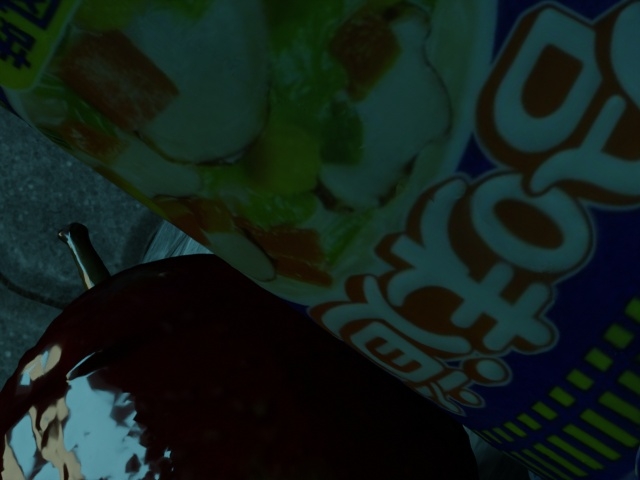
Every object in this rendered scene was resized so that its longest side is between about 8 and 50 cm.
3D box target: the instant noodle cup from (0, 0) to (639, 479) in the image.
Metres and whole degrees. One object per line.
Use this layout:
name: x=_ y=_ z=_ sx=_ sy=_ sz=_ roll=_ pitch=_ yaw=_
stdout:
instant noodle cup: x=0.022 y=-0.085 z=0.713 sx=0.284 sy=0.312 sz=0.284 roll=-59 pitch=9 yaw=15

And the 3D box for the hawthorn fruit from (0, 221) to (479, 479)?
hawthorn fruit: x=-0.055 y=0.100 z=0.840 sx=0.230 sy=0.210 sz=0.266 roll=108 pitch=146 yaw=-46
